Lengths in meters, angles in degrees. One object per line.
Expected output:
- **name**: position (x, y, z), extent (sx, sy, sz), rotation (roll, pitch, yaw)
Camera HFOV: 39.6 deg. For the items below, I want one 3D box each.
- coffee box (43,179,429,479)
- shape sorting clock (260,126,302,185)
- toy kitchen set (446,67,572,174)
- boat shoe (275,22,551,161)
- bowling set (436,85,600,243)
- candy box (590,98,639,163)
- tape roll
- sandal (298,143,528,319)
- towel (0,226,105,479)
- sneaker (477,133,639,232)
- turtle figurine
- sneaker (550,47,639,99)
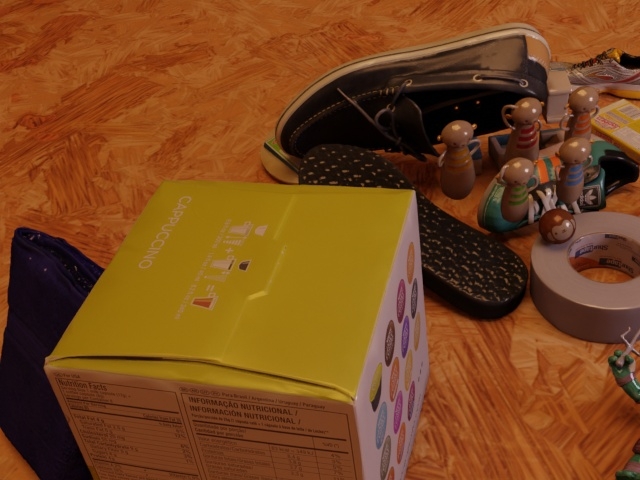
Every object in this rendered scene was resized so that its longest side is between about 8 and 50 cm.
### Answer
- **coffee box**: position (-0.067, 0.154, 1.080), extent (0.338, 0.334, 0.337), rotation (4, 41, 15)
- **shape sorting clock**: position (-0.012, -0.177, 1.702), extent (0.206, 0.040, 0.206), rotation (-3, 51, 4)
- **toy kitchen set**: position (0.331, -0.224, 1.595), extent (0.207, 0.166, 0.122), rotation (-6, 39, 3)
- **boat shoe**: position (0.150, -0.223, 1.528), extent (0.501, 0.187, 0.155), rotation (-14, 59, 18)
- **bowling set**: position (0.336, -0.111, 1.328), extent (0.287, 0.154, 0.199), rotation (-24, 53, -10)
- **candy box**: position (0.581, -0.191, 1.616), extent (0.105, 0.027, 0.206), rotation (-25, 41, -15)
- **tape roll**: position (0.423, 0.051, 1.319), extent (0.219, 0.072, 0.219), rotation (-6, 39, 5)
- **sandal**: position (0.125, -0.005, 1.438), extent (0.168, 0.107, 0.446), rotation (-34, 58, -29)
- **towel**: position (-0.344, 0.158, 1.174), extent (0.076, 0.308, 0.228), rotation (-7, 29, -43)
- **sneaker**: position (0.396, -0.087, 1.462), extent (0.302, 0.108, 0.121), rotation (-28, 39, -24)
- **turtle figurine**: position (0.445, 0.207, 1.092), extent (0.175, 0.118, 0.234), rotation (1, 54, 35)
- **sneaker**: position (0.553, -0.340, 1.751), extent (0.225, 0.092, 0.088), rotation (5, 41, 17)
